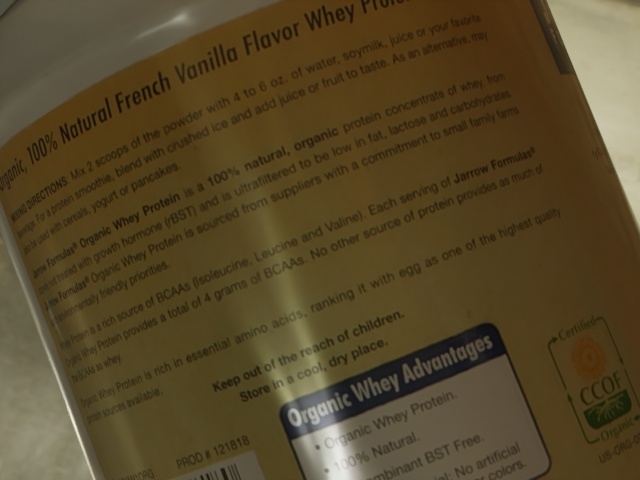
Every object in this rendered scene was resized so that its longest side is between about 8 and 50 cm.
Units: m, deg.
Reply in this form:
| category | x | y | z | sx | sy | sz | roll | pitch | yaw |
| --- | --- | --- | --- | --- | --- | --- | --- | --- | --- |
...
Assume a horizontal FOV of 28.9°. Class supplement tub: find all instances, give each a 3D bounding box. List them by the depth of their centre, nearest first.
| category | x | y | z | sx | sy | sz | roll | pitch | yaw |
| --- | --- | --- | --- | --- | --- | --- | --- | --- | --- |
| supplement tub | 0.000 | 0.000 | 0.477 | 0.228 | 0.228 | 0.316 | -4 | 73 | -78 |
